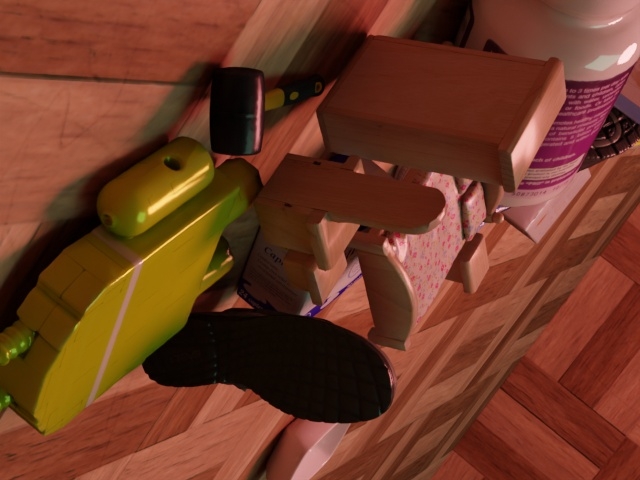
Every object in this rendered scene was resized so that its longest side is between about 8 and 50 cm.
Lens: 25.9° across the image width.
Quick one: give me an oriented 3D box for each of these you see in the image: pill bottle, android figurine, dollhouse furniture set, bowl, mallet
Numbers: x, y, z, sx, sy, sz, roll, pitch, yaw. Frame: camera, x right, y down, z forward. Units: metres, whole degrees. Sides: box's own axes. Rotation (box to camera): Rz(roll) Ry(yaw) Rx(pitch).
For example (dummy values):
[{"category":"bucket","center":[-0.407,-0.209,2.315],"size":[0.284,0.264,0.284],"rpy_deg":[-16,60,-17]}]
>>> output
[{"category":"pill bottle","center":[0.213,-0.180,1.328],"size":[0.169,0.169,0.301],"rpy_deg":[-41,163,-32]},{"category":"android figurine","center":[-0.148,0.040,1.024],"size":[0.273,0.056,0.248],"rpy_deg":[-39,162,-43]},{"category":"dollhouse furniture set","center":[0.119,0.012,1.219],"size":[0.303,0.174,0.355],"rpy_deg":[-56,146,-35]},{"category":"bowl","center":[-0.019,0.286,1.960],"size":[0.142,0.053,0.142],"rpy_deg":[-33,157,-46]},{"category":"mallet","center":[-0.034,-0.115,1.041],"size":[0.190,0.039,0.062],"rpy_deg":[-45,139,-62]}]

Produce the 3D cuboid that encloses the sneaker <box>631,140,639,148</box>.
[{"category":"sneaker","center":[0.429,-0.223,1.979],"size":[0.147,0.145,0.385],"rpy_deg":[-19,164,-1]}]

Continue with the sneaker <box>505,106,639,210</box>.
[{"category":"sneaker","center":[0.282,-0.114,1.773],"size":[0.286,0.109,0.130],"rpy_deg":[-24,171,-12]}]

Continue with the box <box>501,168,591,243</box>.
[{"category":"box","center":[0.301,-0.080,1.952],"size":[0.130,0.091,0.170],"rpy_deg":[-52,165,3]}]

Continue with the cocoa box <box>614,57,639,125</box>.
[{"category":"cocoa box","center":[0.458,-0.303,1.618],"size":[0.347,0.231,0.228],"rpy_deg":[-57,164,21]}]

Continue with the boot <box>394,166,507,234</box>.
[{"category":"boot","center":[0.205,-0.105,1.562],"size":[0.258,0.123,0.095],"rpy_deg":[-43,163,-28]}]

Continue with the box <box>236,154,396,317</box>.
[{"category":"box","center":[0.000,0.000,1.323],"size":[0.126,0.072,0.137],"rpy_deg":[-38,159,-41]}]

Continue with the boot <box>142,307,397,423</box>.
[{"category":"boot","center":[-0.020,0.091,1.216],"size":[0.161,0.246,0.083],"rpy_deg":[-11,106,-61]}]
